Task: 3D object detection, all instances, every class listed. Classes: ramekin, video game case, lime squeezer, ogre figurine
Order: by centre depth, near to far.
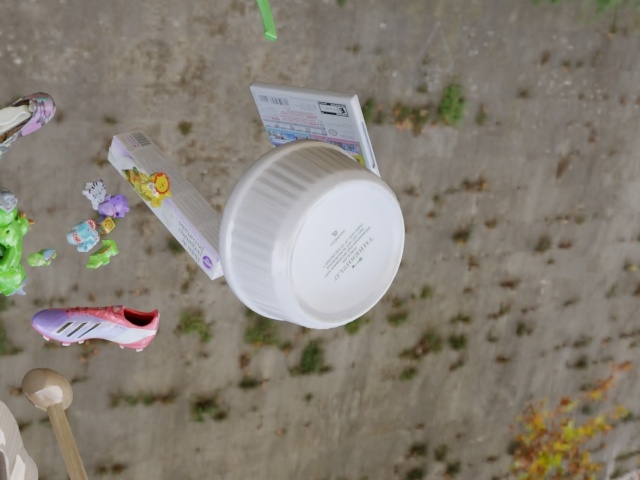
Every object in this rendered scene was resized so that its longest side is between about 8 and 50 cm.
[{"bbox_3d":[-0.381,-0.001,0.970,0.118,0.197,0.097,10,-162,3],"label":"ogre figurine"},{"bbox_3d":[0.000,0.000,1.269,0.272,0.273,0.127,-5,-161,-37],"label":"ramekin"},{"bbox_3d":[-0.070,-0.446,1.329,0.109,0.310,0.059,17,155,2],"label":"lime squeezer"},{"bbox_3d":[-0.006,-0.176,1.517,0.212,0.193,0.023,13,-131,34],"label":"video game case"}]

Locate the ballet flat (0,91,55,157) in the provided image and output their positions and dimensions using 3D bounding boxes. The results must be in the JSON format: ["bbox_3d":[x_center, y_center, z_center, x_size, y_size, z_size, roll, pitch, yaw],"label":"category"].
[{"bbox_3d":[-0.563,-0.193,1.557,0.221,0.077,0.079,-29,169,18],"label":"ballet flat"}]

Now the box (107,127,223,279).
[{"bbox_3d":[-0.259,-0.070,1.586,0.067,0.063,0.324,-27,-115,-41],"label":"box"}]

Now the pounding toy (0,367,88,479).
[{"bbox_3d":[-0.281,0.208,0.726,0.154,0.154,0.270,4,-123,18],"label":"pounding toy"}]

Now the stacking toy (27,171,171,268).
[{"bbox_3d":[-0.369,-0.033,1.482,0.167,0.052,0.221,-2,-143,36],"label":"stacking toy"}]

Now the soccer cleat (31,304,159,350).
[{"bbox_3d":[-0.440,0.158,1.766,0.248,0.095,0.083,14,-150,-30],"label":"soccer cleat"}]
